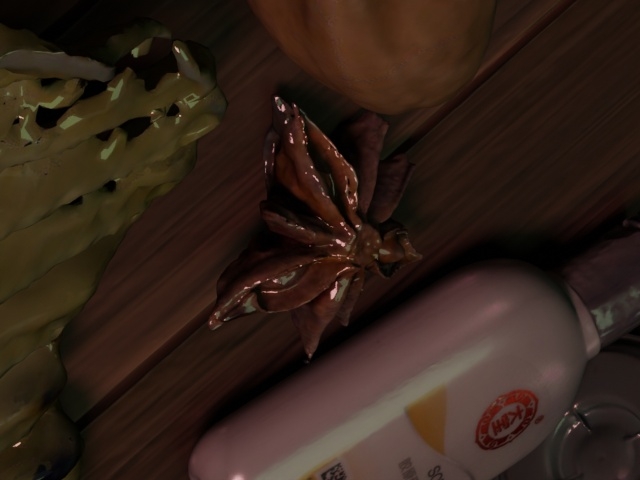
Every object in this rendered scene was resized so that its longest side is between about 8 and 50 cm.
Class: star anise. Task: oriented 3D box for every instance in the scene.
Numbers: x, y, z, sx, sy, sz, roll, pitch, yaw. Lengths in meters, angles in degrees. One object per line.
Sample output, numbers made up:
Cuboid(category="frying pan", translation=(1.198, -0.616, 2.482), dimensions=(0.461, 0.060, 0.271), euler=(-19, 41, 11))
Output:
Cuboid(category="star anise", translation=(0.008, -0.002, 0.891), dimensions=(0.129, 0.056, 0.124), euler=(11, 97, -47))

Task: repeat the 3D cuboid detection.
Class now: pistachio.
Cuboid(category="pistachio", translation=(0.022, -0.120, 0.769), dimensions=(0.108, 0.126, 0.185), euler=(1, 143, 14))

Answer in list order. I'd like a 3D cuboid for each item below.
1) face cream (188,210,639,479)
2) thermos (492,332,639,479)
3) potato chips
Cuboid(category="face cream", translation=(0.071, 0.080, 1.002), dimensions=(0.291, 0.071, 0.144), euler=(-31, 139, -14))
Cuboid(category="thermos", translation=(0.235, 0.143, 1.152), dimensions=(0.286, 0.145, 0.182), euler=(25, 74, -50))
Cuboid(category="potato chips", translation=(-0.218, 0.048, 0.722), dimensions=(0.389, 0.097, 0.373), euler=(-3, 132, -39))
